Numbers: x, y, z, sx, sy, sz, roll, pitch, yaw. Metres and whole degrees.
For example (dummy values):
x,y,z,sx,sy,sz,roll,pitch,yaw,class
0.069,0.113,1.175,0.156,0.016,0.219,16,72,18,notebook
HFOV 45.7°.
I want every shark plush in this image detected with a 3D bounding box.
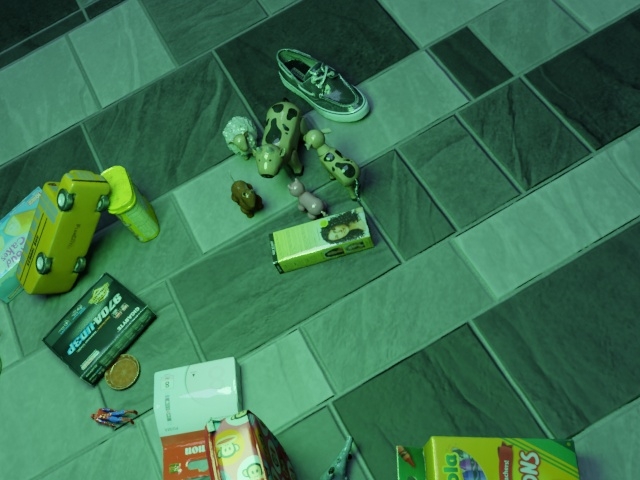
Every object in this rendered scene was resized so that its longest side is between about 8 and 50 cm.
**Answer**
x,y,z,sx,sy,sz,roll,pitch,yaw,class
0.030,0.462,1.478,0.073,0.067,0.161,33,74,29,shark plush

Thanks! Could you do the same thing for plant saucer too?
x,y,z,sx,sy,sz,roll,pitch,yaw,class
-0.451,0.301,1.733,0.083,0.013,0.083,-6,61,12,plant saucer

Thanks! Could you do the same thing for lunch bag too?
x,y,z,sx,sy,sz,roll,pitch,yaw,class
-0.115,0.437,1.401,0.120,0.293,0.258,-20,54,2,lunch bag

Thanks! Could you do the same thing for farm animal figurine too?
x,y,z,sx,sy,sz,roll,pitch,yaw,class
-0.078,-0.209,1.827,0.330,0.172,0.326,-12,59,8,farm animal figurine

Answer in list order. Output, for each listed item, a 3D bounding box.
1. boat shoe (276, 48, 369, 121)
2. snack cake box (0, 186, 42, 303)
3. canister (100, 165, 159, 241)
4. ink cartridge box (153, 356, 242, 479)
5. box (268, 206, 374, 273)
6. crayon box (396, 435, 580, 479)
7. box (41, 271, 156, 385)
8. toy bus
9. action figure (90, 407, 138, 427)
x,y,z,sx,sy,sz,roll,pitch,yaw,class
-0.001,-0.410,1.962,0.108,0.102,0.301,-44,59,-11,boat shoe
-0.758,0.010,1.938,0.152,0.089,0.264,37,76,30,snack cake box
-0.466,-0.085,1.865,0.073,0.170,0.126,-25,58,0,canister
-0.259,0.377,1.615,0.189,0.066,0.232,-12,55,8,ink cartridge box
0.000,0.000,1.755,0.232,0.058,0.087,-17,58,6,box
0.300,0.456,1.343,0.319,0.081,0.202,2,60,-5,crayon box
-0.519,0.203,1.778,0.175,0.051,0.220,32,73,34,box
-0.613,-0.022,1.800,0.130,0.108,0.332,44,119,34,toy bus
-0.459,0.389,1.677,0.115,0.030,0.038,-1,55,20,action figure
